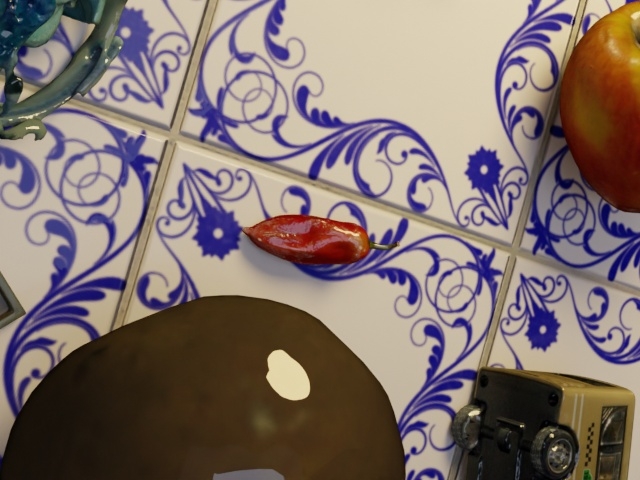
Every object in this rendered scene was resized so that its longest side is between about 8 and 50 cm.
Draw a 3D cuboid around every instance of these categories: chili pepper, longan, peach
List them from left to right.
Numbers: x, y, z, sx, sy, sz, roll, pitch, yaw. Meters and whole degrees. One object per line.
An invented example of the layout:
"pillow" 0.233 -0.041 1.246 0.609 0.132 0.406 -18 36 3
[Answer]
"longan" -0.112 0.237 0.962 0.405 0.336 0.404 -15 138 -14
"chili pepper" 0.000 0.001 1.147 0.191 0.050 0.059 7 95 -15
"peach" 0.435 -0.174 1.250 0.281 0.238 0.280 -1 90 -66

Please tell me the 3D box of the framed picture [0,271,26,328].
"framed picture" -0.446 0.062 0.948 0.250 0.016 0.184 -34 108 -21

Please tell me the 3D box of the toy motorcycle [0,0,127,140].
"toy motorcycle" -0.294 -0.218 0.935 0.260 0.154 0.206 -50 137 -18

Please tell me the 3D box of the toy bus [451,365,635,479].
"toy bus" 0.289 0.354 1.257 0.202 0.177 0.365 6 91 -33
